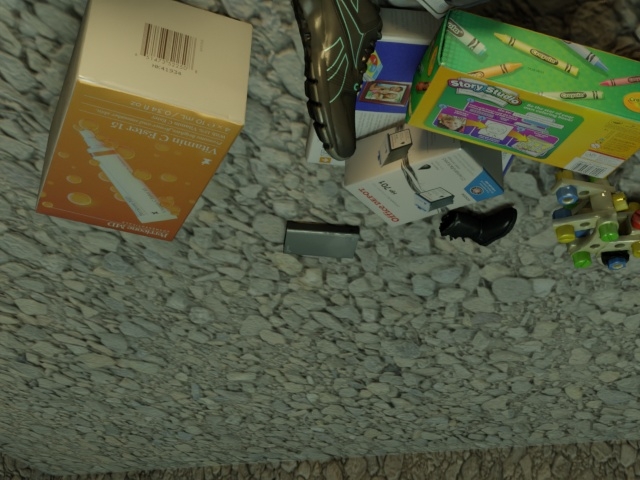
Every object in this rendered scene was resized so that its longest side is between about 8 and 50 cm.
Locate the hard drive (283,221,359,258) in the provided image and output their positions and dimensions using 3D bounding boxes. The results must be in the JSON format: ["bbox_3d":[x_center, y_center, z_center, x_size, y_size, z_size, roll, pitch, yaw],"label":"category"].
[{"bbox_3d":[0.000,0.000,1.709,0.135,0.022,0.094,4,151,-4],"label":"hard drive"}]

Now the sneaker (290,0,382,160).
[{"bbox_3d":[0.028,-0.229,1.098,0.106,0.267,0.101,-10,-164,-8],"label":"sneaker"}]

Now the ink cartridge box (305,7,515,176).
[{"bbox_3d":[0.147,-0.200,1.298,0.307,0.072,0.303,3,150,-7],"label":"ink cartridge box"}]

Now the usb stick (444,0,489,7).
[{"bbox_3d":[0.105,-0.329,0.901,0.077,0.045,0.278,-16,147,26],"label":"usb stick"}]

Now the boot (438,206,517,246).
[{"bbox_3d":[0.275,-0.032,1.618,0.099,0.045,0.121,17,148,-19],"label":"boot"}]

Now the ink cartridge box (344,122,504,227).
[{"bbox_3d":[0.149,-0.103,1.320,0.191,0.082,0.139,-19,145,31],"label":"ink cartridge box"}]

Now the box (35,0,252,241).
[{"bbox_3d":[-0.254,-0.164,1.276,0.215,0.168,0.345,13,150,-19],"label":"box"}]

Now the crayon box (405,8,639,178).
[{"bbox_3d":[0.259,-0.173,1.121,0.278,0.081,0.165,15,161,-4],"label":"crayon box"}]

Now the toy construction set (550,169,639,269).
[{"bbox_3d":[0.541,-0.028,1.518,0.328,0.151,0.215,8,152,12],"label":"toy construction set"}]

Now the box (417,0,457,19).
[{"bbox_3d":[0.106,-0.373,0.959,0.169,0.087,0.290,-23,142,37],"label":"box"}]
